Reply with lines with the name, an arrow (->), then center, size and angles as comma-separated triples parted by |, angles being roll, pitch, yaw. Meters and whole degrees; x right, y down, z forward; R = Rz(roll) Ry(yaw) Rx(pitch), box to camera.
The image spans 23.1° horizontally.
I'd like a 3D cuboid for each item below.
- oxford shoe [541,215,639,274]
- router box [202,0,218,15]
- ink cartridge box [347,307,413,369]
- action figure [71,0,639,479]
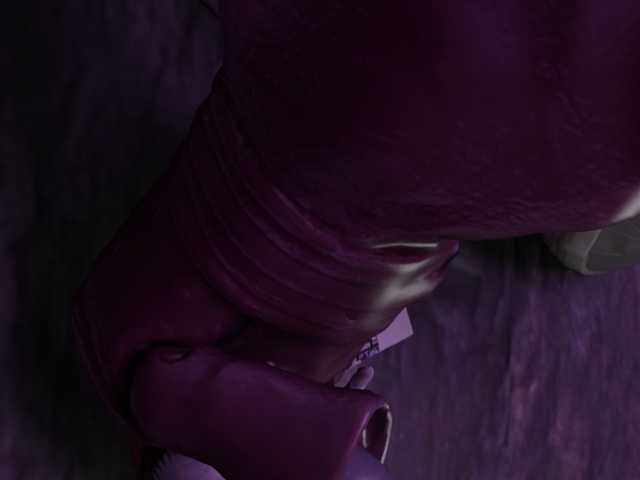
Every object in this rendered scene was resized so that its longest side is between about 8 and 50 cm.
oxford shoe -> 0.200, -0.058, 0.724 | 0.130, 0.449, 0.169 | 32, 77, 8
router box -> 0.015, -0.110, 0.688 | 0.092, 0.122, 0.038 | 40, 58, -36
ink cartridge box -> 0.000, 0.000, 0.716 | 0.063, 0.029, 0.115 | -23, 100, -49
action figure -> -0.002, -0.018, 0.512 | 0.276, 0.370, 0.248 | 24, 30, -21
